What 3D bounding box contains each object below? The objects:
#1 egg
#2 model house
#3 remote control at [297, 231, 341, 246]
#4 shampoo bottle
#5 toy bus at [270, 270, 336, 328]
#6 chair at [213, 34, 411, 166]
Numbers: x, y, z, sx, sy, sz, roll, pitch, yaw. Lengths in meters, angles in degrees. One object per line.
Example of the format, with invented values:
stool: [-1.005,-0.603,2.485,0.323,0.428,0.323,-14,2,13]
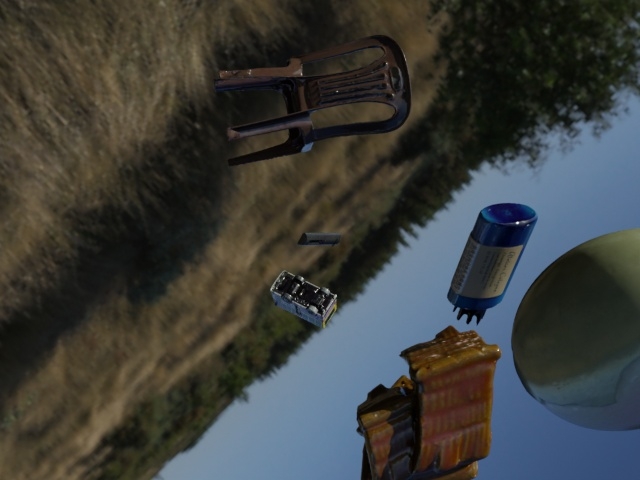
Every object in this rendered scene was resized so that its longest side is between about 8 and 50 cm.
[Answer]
egg: [0.289,0.079,0.836,0.183,0.183,0.217,-42,179,-34]
model house: [0.145,0.230,1.262,0.200,0.219,0.229,-7,139,-3]
remote control: [0.000,0.000,1.673,0.091,0.016,0.034,-1,131,-39]
shampoo bottle: [0.221,0.035,1.200,0.087,0.050,0.183,-7,132,-25]
toy bus: [-0.027,0.096,1.481,0.052,0.102,0.058,-56,160,-28]
chair: [-0.018,-0.250,1.617,0.327,0.175,0.183,-8,177,-7]
